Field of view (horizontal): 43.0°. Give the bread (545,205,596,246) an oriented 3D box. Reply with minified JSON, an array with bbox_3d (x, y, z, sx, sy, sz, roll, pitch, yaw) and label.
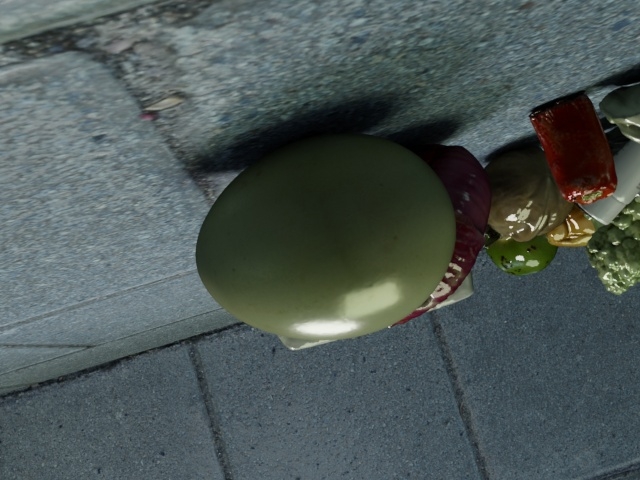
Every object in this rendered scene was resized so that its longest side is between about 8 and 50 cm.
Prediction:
[{"bbox_3d":[0.578,-0.085,1.603,0.294,0.132,0.167,-21,-162,14],"label":"bread"}]

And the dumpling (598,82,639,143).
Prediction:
[{"bbox_3d":[0.417,-0.161,0.911,0.155,0.181,0.111,-57,171,-54],"label":"dumpling"}]

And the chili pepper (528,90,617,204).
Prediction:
[{"bbox_3d":[0.294,-0.101,0.939,0.073,0.123,0.070,-17,175,-16],"label":"chili pepper"}]

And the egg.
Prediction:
[{"bbox_3d":[0.000,0.000,0.755,0.253,0.189,0.188,-16,174,21],"label":"egg"}]

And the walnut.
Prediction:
[{"bbox_3d":[0.294,-0.068,1.170,0.140,0.140,0.162,-15,162,-13],"label":"walnut"}]

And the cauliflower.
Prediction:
[{"bbox_3d":[0.544,-0.070,1.372,0.281,0.327,0.260,29,180,29],"label":"cauliflower"}]

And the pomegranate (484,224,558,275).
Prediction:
[{"bbox_3d":[0.466,-0.011,1.944,0.181,0.182,0.224,-22,150,34],"label":"pomegranate"}]

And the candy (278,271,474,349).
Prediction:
[{"bbox_3d":[0.072,0.064,1.446,0.358,0.145,0.208,-15,-169,-9],"label":"candy"}]

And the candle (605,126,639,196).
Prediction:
[{"bbox_3d":[0.445,-0.115,1.183,0.192,0.068,0.168,-18,-157,-2],"label":"candle"}]

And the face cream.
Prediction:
[{"bbox_3d":[0.432,-0.125,1.059,0.244,0.058,0.092,-53,162,19],"label":"face cream"}]

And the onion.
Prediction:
[{"bbox_3d":[0.080,-0.025,0.908,0.230,0.163,0.230,-39,-158,19],"label":"onion"}]
